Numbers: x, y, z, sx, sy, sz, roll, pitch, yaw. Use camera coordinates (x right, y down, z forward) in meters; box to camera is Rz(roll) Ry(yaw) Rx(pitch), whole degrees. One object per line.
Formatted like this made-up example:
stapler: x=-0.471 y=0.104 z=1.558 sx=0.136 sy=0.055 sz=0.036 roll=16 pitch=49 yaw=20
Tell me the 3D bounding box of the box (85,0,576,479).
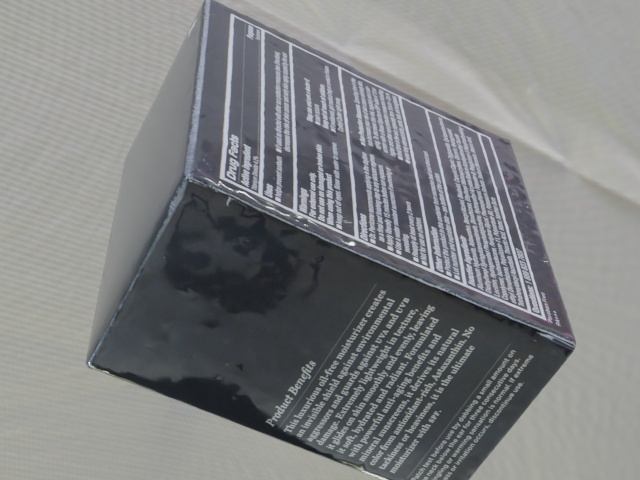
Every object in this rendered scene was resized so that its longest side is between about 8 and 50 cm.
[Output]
box: x=0.000 y=0.000 z=0.970 sx=0.294 sy=0.296 sz=0.183 roll=24 pitch=-61 yaw=-16
